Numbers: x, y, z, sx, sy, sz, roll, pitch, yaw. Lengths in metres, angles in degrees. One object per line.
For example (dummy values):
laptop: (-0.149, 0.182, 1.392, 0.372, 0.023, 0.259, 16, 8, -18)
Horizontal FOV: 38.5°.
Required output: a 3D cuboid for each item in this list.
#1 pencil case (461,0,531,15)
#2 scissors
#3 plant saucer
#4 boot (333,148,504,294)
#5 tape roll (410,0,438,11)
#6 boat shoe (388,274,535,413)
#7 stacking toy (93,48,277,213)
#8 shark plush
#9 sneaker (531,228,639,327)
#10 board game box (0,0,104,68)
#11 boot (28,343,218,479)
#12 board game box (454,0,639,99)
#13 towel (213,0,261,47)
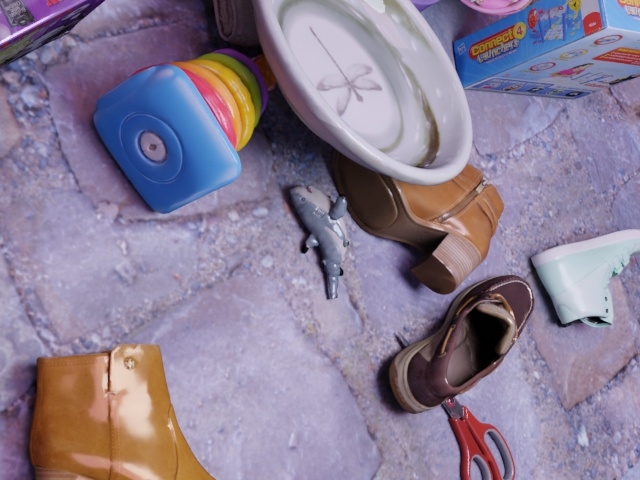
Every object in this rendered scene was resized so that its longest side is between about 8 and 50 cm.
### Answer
pencil case: (0.318, -0.515, 1.522, 0.386, 0.160, 0.167, -58, 148, -50)
scissors: (0.207, 0.251, 1.380, 0.109, 0.021, 0.297, -28, 94, -36)
plant saucer: (0.040, -0.232, 1.238, 0.400, 0.100, 0.401, 30, 43, -32)
boot: (0.160, -0.081, 1.382, 0.283, 0.109, 0.220, 45, 48, -5)
tape roll: (0.117, -0.449, 1.457, 0.189, 0.080, 0.189, 10, 72, -35)
boat shoe: (0.243, 0.140, 1.356, 0.342, 0.123, 0.123, -28, 91, -43)
stacking toy: (-0.127, -0.182, 1.180, 0.166, 0.175, 0.302, 58, 42, -13)
shark plush: (0.000, 0.000, 1.290, 0.067, 0.073, 0.161, -12, 106, -19)
sneaker: (0.485, 0.070, 1.580, 0.255, 0.094, 0.151, -13, 80, -28)
board game box: (-0.367, -0.196, 0.955, 0.347, 0.208, 0.056, -42, 103, -35)
boot: (-0.180, 0.225, 1.046, 0.295, 0.104, 0.211, 8, 74, -30)
board game box: (0.437, -0.324, 1.517, 0.308, 0.302, 0.086, -2, 81, -37)
towel: (-0.080, -0.400, 1.299, 0.187, 0.049, 0.282, 1, 77, -48)
